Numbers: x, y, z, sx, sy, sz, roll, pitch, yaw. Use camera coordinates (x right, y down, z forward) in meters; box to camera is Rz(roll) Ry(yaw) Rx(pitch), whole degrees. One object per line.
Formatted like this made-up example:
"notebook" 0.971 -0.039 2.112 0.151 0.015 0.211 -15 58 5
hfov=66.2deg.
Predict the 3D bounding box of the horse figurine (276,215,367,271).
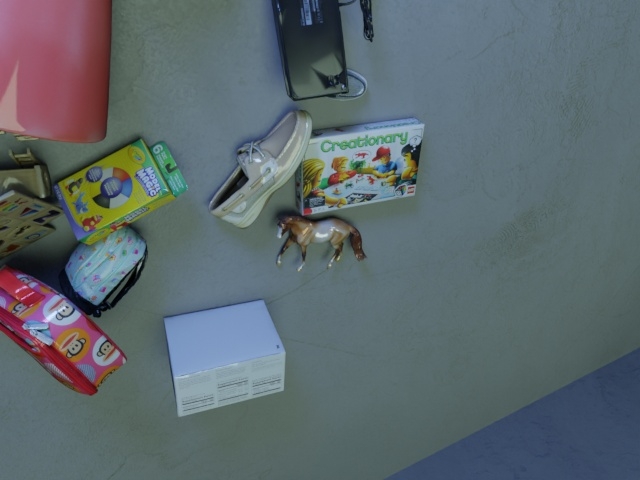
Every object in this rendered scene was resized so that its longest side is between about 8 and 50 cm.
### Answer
"horse figurine" 0.000 0.000 1.243 0.264 0.066 0.174 -2 129 -21

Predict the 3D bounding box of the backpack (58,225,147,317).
"backpack" -0.448 0.046 1.018 0.182 0.152 0.115 -47 135 -3

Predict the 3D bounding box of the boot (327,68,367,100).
"boot" 0.024 -0.319 1.018 0.190 0.086 0.069 0 122 -25

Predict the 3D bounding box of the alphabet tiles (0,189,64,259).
"alphabet tiles" -0.641 0.013 0.860 0.343 0.011 0.285 -29 174 -4

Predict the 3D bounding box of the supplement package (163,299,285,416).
"supplement package" -0.243 0.286 1.234 0.262 0.204 0.145 -8 126 -20

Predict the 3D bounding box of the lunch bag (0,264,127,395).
"lunch bag" -0.540 0.159 0.959 0.120 0.293 0.258 -50 139 -31

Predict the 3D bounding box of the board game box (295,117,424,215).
"board game box" 0.092 -0.177 1.169 0.306 0.053 0.192 -12 126 -17

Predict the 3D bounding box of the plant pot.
"plant pot" -0.435 -0.302 0.722 0.275 0.275 0.242 10 107 -30

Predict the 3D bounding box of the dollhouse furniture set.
"dollhouse furniture set" -0.594 -0.148 0.869 0.182 0.101 0.160 -8 100 -20

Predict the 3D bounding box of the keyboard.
"keyboard" 0.011 -0.432 0.910 0.202 0.033 0.316 -11 108 -10

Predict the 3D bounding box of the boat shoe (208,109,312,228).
"boat shoe" -0.131 -0.158 1.048 0.098 0.109 0.302 24 115 -36

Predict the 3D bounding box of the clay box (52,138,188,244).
"clay box" -0.384 -0.101 0.952 0.222 0.127 0.053 -30 169 -3
